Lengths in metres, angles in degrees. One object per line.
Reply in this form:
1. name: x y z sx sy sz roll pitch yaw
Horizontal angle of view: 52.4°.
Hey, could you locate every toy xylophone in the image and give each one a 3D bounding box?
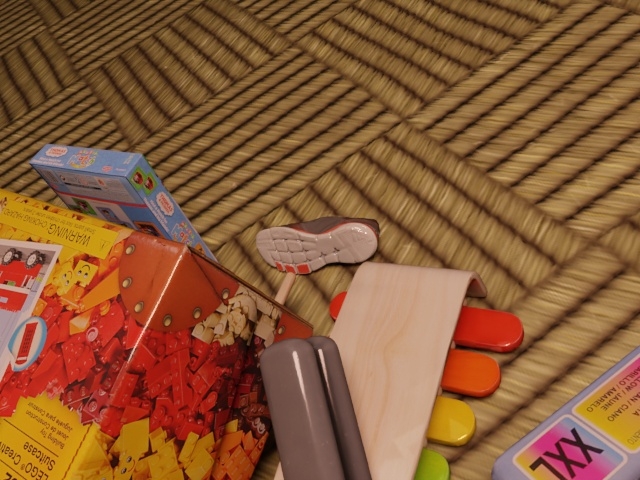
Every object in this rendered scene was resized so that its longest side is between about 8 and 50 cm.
1. toy xylophone: 0.037 0.135 0.614 0.236 0.081 0.323 13 57 33

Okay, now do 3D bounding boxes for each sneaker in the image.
1. sneaker: 0.000 0.000 0.783 0.157 0.061 0.065 -1 24 22

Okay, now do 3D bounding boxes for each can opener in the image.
1. can opener: 0.000 0.212 0.473 0.093 0.074 0.281 -16 78 27

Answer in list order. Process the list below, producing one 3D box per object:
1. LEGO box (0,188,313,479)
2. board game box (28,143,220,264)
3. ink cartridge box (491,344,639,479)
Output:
1. LEGO box: -0.309 0.155 0.602 0.499 0.193 0.373 13 72 36
2. board game box: -0.224 -0.022 0.780 0.160 0.212 0.039 10 54 30
3. ink cartridge box: 0.317 0.185 0.313 0.270 0.151 0.395 -36 26 -9
